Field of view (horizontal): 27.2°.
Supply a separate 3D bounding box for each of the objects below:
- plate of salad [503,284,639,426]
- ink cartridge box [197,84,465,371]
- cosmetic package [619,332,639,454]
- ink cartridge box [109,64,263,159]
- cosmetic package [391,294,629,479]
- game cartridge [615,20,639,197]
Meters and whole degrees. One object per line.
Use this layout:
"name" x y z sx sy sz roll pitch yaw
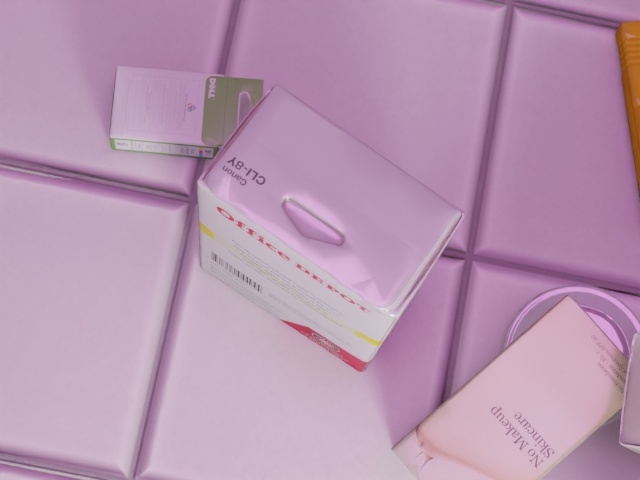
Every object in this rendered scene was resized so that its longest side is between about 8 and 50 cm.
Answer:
"plate of salad" 0.352 0.161 1.826 0.199 0.048 0.200 -1 81 4
"ink cartridge box" 0.000 0.000 1.669 0.279 0.385 0.160 34 75 4
"cosmetic package" 0.506 0.228 1.694 0.129 0.296 0.153 1 70 37
"ink cartridge box" -0.188 -0.178 1.867 0.209 0.062 0.109 5 75 -4
"cosmetic package" 0.258 0.232 1.742 0.309 0.113 0.160 -42 80 -3
"game cartridge" 0.594 -0.173 1.937 0.285 0.053 0.324 -4 77 -6
